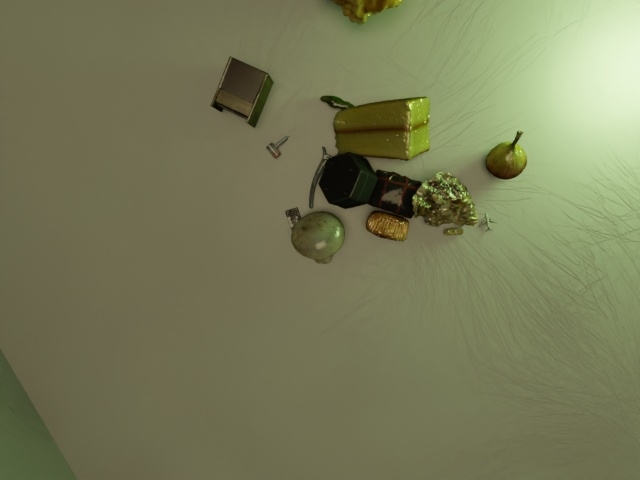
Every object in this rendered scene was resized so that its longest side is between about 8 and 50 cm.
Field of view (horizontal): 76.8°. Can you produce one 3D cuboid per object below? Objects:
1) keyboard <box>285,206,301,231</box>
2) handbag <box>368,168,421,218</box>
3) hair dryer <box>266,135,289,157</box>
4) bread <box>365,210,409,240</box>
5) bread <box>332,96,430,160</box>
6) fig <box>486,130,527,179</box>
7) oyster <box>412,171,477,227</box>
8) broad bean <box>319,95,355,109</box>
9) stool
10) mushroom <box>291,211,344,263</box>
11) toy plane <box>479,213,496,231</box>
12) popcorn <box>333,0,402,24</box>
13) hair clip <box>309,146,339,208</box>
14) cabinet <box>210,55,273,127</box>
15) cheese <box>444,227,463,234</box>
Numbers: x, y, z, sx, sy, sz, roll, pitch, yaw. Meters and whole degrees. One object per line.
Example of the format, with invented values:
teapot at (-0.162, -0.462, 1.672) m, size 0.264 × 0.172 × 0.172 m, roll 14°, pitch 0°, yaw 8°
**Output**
keyboard at (-0.102, -0.047, 1.860) m, size 0.061 × 0.013 × 0.205 m, roll -17°, pitch 98°, yaw 7°
handbag at (0.316, -0.204, 1.729) m, size 0.215 × 0.155 × 0.170 m, roll 19°, pitch 98°, yaw 7°
hair dryer at (-0.179, -0.424, 1.793) m, size 0.114 × 0.037 × 0.063 m, roll -40°, pitch 97°, yaw 3°
bread at (0.288, -0.070, 1.735) m, size 0.199 × 0.199 × 0.104 m, roll 15°, pitch 101°, yaw 2°
bread at (0.255, -0.479, 1.722) m, size 0.361 × 0.245 × 0.234 m, roll 9°, pitch 116°, yaw 32°
fig at (0.769, -0.365, 1.658) m, size 0.160 × 0.143 × 0.231 m, roll -6°, pitch 128°, yaw 10°
oyster at (0.536, -0.153, 1.712) m, size 0.351 × 0.115 × 0.238 m, roll 28°, pitch 103°, yaw -25°
broad bean at (0.093, -0.579, 1.737) m, size 0.195 × 0.046 × 0.061 m, roll 34°, pitch 98°, yaw -4°
stool at (0.113, -0.252, 1.701) m, size 0.232 × 0.141 × 0.232 m, roll -10°, pitch 75°, yaw 41°
mushroom at (0.000, 0.000, 1.782) m, size 0.243 × 0.243 × 0.244 m, roll 1°, pitch 100°, yaw 4°
toy plane at (0.740, -0.079, 1.785) m, size 0.077 × 0.024 × 0.085 m, roll -13°, pitch 92°, yaw 12°
popcorn at (0.175, -1.042, 1.519) m, size 0.353 × 0.344 × 0.390 m, roll -16°, pitch 72°, yaw -33°
hair clip at (-0.007, -0.276, 1.804) m, size 0.083 × 0.048 × 0.275 m, roll 24°, pitch 106°, yaw -2°
cabinet at (-0.329, -0.620, 1.712) m, size 0.174 × 0.148 × 0.215 m, roll 24°, pitch 97°, yaw 0°
cheese at (0.593, -0.040, 1.794) m, size 0.083 × 0.044 × 0.030 m, roll -2°, pitch 84°, yaw 7°
